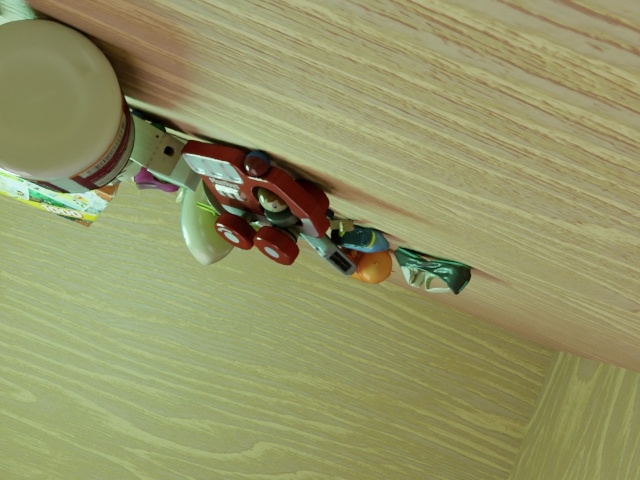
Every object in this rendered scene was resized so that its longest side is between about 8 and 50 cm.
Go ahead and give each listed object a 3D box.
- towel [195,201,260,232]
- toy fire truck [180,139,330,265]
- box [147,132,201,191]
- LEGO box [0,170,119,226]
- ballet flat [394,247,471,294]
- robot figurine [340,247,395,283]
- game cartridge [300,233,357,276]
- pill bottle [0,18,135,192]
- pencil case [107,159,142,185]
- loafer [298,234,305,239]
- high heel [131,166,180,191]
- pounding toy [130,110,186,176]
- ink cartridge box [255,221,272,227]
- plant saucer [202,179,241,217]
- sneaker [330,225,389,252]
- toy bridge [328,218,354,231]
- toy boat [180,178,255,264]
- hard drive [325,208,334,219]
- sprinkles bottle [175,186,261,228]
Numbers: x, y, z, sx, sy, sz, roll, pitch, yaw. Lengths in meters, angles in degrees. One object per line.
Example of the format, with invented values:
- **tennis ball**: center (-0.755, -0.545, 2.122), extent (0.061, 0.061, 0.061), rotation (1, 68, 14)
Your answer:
- **towel**: center (-0.213, -0.044, 1.708), extent (0.102, 0.021, 0.237), rotation (18, 174, 45)
- **toy fire truck**: center (-0.134, -0.098, 1.373), extent (0.302, 0.169, 0.254), rotation (17, 155, 37)
- **box**: center (-0.329, -0.182, 1.526), extent (0.101, 0.102, 0.087), rotation (23, 174, 8)
- **LEGO box**: center (-0.891, -0.261, 2.022), extent (0.500, 0.193, 0.372), rotation (24, 155, -23)
- **ballet flat**: center (0.292, 0.088, 1.810), extent (0.095, 0.096, 0.280), rotation (25, 175, -35)
- **robot figurine**: center (0.147, 0.071, 2.110), extent (0.219, 0.128, 0.158), rotation (15, 127, 56)
- **game cartridge**: center (0.000, 0.000, 1.951), extent (0.198, 0.062, 0.297), rotation (51, -176, 23)
- **pill bottle**: center (-0.426, -0.194, 1.074), extent (0.224, 0.224, 0.392), rotation (23, 175, -11)
- **pencil case**: center (-0.596, -0.261, 1.476), extent (0.183, 0.160, 0.410), rotation (31, -179, 31)
- **loafer**: center (-0.135, -0.056, 2.139), extent (0.251, 0.094, 0.087), rotation (21, 171, 3)
- **high heel**: center (-0.466, -0.226, 1.922), extent (0.181, 0.127, 0.377), rotation (-7, 176, -11)
- **pounding toy**: center (-0.402, -0.232, 1.415), extent (0.206, 0.094, 0.181), rotation (30, -178, 11)
- **ink cartridge box**: center (-0.170, -0.100, 1.687), extent (0.150, 0.109, 0.063), rotation (18, 173, 40)
- **plant saucer**: center (-0.206, -0.118, 1.568), extent (0.168, 0.168, 0.029), rotation (25, 136, -33)
- **sneaker**: center (0.107, -0.003, 1.797), extent (0.082, 0.069, 0.209), rotation (20, 177, -35)
- **toy bridge**: center (0.051, -0.042, 1.727), extent (0.063, 0.026, 0.188), rotation (-6, -175, -19)
- **toy boat**: center (-0.270, -0.042, 1.832), extent (0.148, 0.268, 0.318), rotation (-8, 157, 39)
- **hard drive**: center (-0.041, -0.094, 1.708), extent (0.135, 0.022, 0.094), rotation (20, 175, 28)
- **sprinkles bottle**: center (-0.255, -0.104, 1.988), extent (0.355, 0.121, 0.121), rotation (24, 175, -16)
